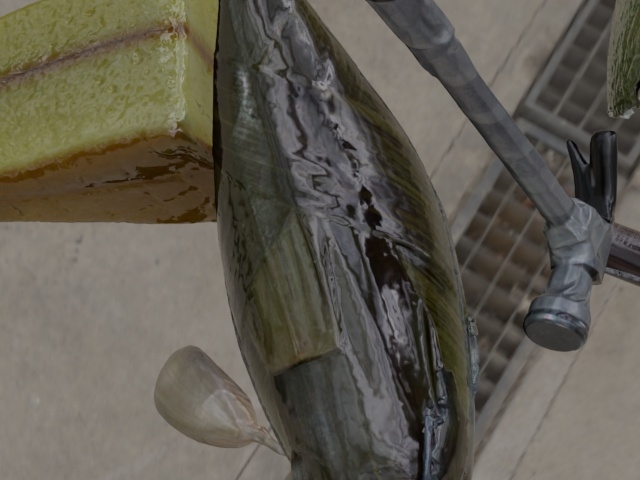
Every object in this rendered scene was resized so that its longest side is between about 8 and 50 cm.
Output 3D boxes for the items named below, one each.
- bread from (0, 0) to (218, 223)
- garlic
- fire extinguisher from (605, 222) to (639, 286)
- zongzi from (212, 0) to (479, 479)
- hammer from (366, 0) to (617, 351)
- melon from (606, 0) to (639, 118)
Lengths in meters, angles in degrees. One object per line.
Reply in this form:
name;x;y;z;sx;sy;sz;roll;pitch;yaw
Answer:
bread;-0.259;-0.118;1.596;0.362;0.245;0.233;-15;60;16
garlic;-0.114;0.190;1.713;0.128;0.198;0.090;30;89;-37
fire extinguisher;0.255;0.015;1.230;0.157;0.045;0.078;23;25;21
zongzi;0.000;0.000;1.238;0.208;0.432;0.403;-15;45;7
hammer;0.081;-0.096;0.915;0.044;0.427;0.152;-2;57;38
melon;0.250;-0.162;1.058;0.093;0.202;0.139;-5;76;-11
